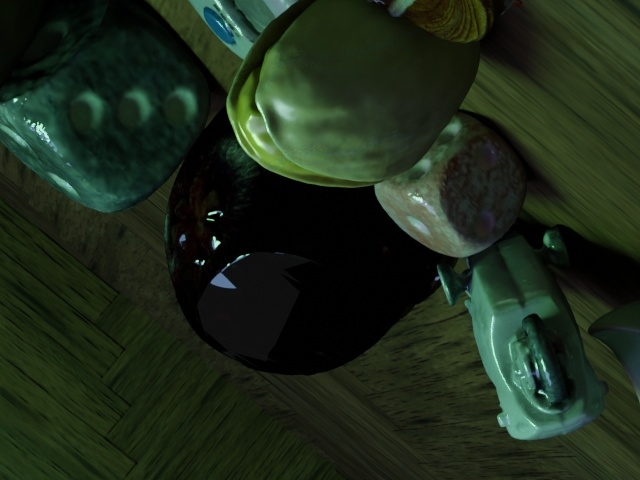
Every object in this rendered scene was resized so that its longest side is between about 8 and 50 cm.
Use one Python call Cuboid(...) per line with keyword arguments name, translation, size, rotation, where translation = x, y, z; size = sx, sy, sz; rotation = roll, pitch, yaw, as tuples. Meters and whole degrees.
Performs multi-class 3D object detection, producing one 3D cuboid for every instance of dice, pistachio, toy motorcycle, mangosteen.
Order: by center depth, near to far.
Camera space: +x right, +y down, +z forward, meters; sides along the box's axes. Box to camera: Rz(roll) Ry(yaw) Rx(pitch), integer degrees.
Cuboid(name="pistachio", translation=(0.033, -0.110, 1.105), size=(0.117, 0.200, 0.145), rotation=(-10, 109, 49))
Cuboid(name="dice", translation=(0.108, -0.046, 1.313), size=(0.094, 0.091, 0.093), rotation=(46, 164, -32))
Cuboid(name="toy motorcycle", translation=(0.179, 0.090, 1.366), size=(0.260, 0.110, 0.170), rotation=(-105, -2, -64))
Cuboid(name="mangosteen", translation=(-0.002, 0.002, 1.461), size=(0.288, 0.233, 0.287), rotation=(4, 132, 4))
Cuboid(name="dice", translation=(-0.241, -0.150, 1.672), size=(0.181, 0.182, 0.183), rotation=(22, 158, 53))

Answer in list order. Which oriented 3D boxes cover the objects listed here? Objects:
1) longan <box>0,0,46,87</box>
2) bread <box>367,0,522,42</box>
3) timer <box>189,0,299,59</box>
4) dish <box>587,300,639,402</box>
Cuboid(name="longan", translation=(-0.498, -0.263, 1.520), size=(0.436, 0.404, 0.404), rotation=(38, 166, 3))
Cuboid(name="bread", translation=(0.065, -0.197, 0.990), size=(0.160, 0.073, 0.160), rotation=(39, 167, 11))
Cuboid(name="timer", translation=(-0.069, -0.227, 1.202), size=(0.208, 0.069, 0.191), rotation=(54, 164, -12))
Cuboid(name="dish", translation=(0.335, 0.113, 1.276), size=(0.212, 0.077, 0.151), rotation=(23, 157, 50))
